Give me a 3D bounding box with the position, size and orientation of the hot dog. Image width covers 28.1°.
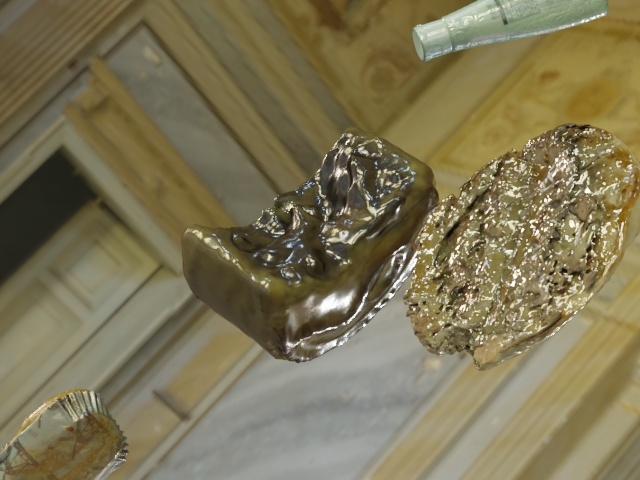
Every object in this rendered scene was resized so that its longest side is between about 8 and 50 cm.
[{"bbox_3d":[-0.408,0.340,1.903,0.162,0.270,0.082,47,-3,-25],"label":"hot dog"}]

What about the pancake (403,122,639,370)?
[{"bbox_3d":[0.259,0.012,1.711,0.071,0.382,0.382,39,-10,-29],"label":"pancake"}]

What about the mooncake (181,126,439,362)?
[{"bbox_3d":[0.000,0.000,2.081,0.246,0.394,0.393,39,13,28],"label":"mooncake"}]

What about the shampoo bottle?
[{"bbox_3d":[0.186,-0.224,1.268,0.041,0.191,0.069,90,-21,-81],"label":"shampoo bottle"}]
